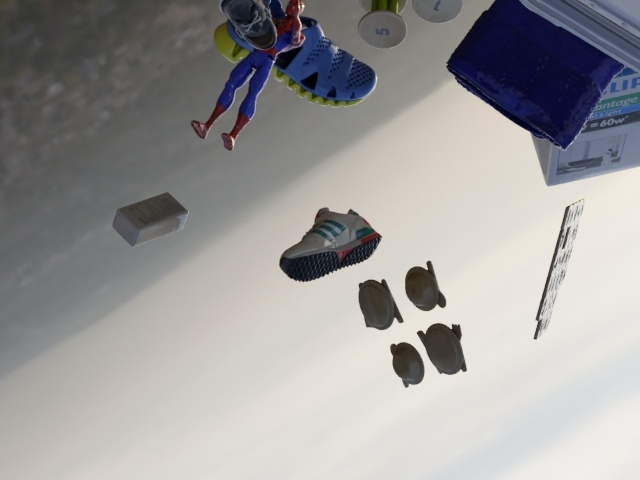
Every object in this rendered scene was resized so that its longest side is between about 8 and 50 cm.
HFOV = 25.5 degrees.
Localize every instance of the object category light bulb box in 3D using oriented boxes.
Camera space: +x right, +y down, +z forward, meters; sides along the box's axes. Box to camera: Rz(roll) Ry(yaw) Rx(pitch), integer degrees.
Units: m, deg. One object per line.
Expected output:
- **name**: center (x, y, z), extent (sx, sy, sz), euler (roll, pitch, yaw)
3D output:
- **light bulb box**: center (0.456, -0.340, 2.435), extent (0.225, 0.358, 0.361), euler (-13, 157, 0)

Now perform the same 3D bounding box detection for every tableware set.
- **tableware set**: center (0.109, 0.101, 1.677), extent (0.020, 0.141, 0.168), euler (-19, 177, -37)

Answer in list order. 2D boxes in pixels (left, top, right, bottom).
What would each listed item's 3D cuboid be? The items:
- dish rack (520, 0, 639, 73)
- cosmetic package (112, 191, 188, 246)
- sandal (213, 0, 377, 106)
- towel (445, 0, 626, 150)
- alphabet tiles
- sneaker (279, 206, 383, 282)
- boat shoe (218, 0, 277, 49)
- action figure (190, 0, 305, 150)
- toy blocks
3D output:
- **dish rack**: center (0.393, -0.339, 1.607), extent (0.072, 0.332, 0.286), euler (-3, -116, 65)
- **cosmetic package**: center (-0.283, -0.036, 2.356), extent (0.115, 0.060, 0.041), euler (-21, 146, -44)
- **sandal**: center (-0.034, -0.355, 2.631), extent (0.126, 0.317, 0.138), euler (-83, -160, -46)
- **towel**: center (0.364, -0.316, 2.160), extent (0.308, 0.227, 0.076), euler (-54, 180, -5)
- **alphabet tiles**: center (0.404, 0.048, 2.404), extent (0.198, 0.009, 0.237), euler (-17, 122, -71)
- **sneaker**: center (0.000, 0.000, 1.793), extent (0.161, 0.075, 0.057), euler (-16, 147, -37)
- **boat shoe**: center (-0.077, -0.243, 1.551), extent (0.046, 0.038, 0.125), euler (-31, 164, 2)
- **action figure**: center (-0.106, -0.295, 2.239), extent (0.280, 0.091, 0.139), euler (-58, 160, -21)
- **toy blocks**: center (0.099, -0.287, 1.518), extent (0.123, 0.054, 0.148), euler (-21, -137, 29)
